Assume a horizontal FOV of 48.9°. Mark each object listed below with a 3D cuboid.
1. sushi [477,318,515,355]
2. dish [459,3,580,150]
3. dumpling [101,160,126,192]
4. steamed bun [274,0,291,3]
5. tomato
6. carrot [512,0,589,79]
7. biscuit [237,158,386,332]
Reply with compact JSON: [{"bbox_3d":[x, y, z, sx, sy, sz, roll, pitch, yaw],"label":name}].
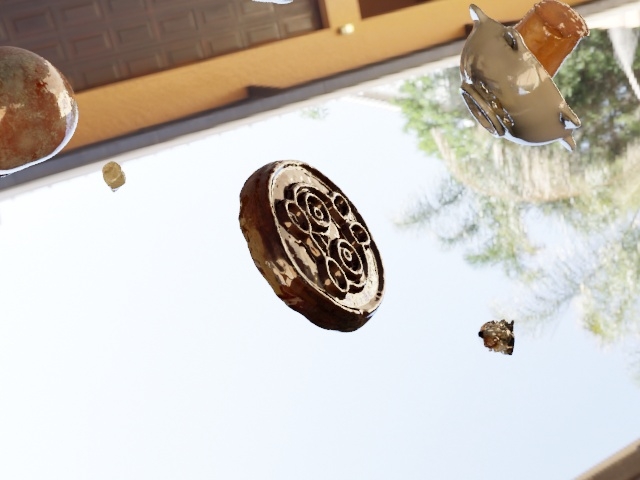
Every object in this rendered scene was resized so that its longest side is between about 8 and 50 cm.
[{"bbox_3d":[0.234,0.125,0.944,0.046,0.044,0.083,10,-172,9],"label":"sushi"},{"bbox_3d":[0.253,-0.205,0.979,0.086,0.236,0.228,-38,167,8],"label":"dish"},{"bbox_3d":[-0.482,-0.151,1.643,0.052,0.057,0.076,-22,161,-8],"label":"dumpling"},{"bbox_3d":[-0.114,-0.691,1.433,0.247,0.383,0.236,19,-111,6],"label":"steamed bun"},{"bbox_3d":[-0.742,-0.305,1.676,0.317,0.282,0.316,-10,-140,9],"label":"tomato"},{"bbox_3d":[0.506,-0.448,1.724,0.196,0.196,0.254,-28,165,-35],"label":"carrot"},{"bbox_3d":[0.000,0.000,1.500,0.091,0.407,0.407,-35,-170,29],"label":"biscuit"}]
